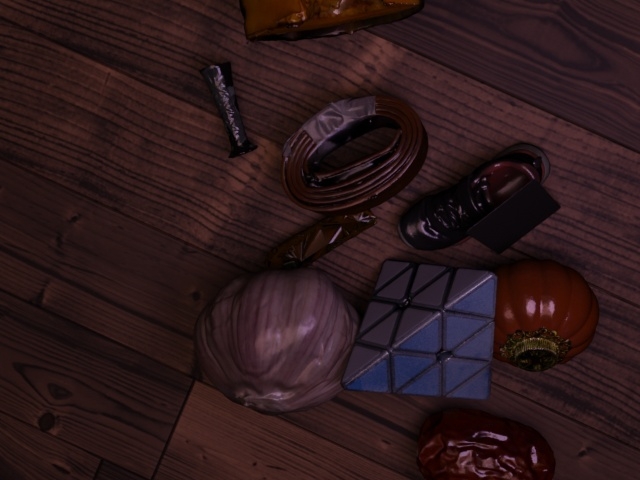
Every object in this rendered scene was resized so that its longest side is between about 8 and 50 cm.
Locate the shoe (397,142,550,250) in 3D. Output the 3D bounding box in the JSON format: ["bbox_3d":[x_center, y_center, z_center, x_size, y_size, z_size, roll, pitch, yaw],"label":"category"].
[{"bbox_3d":[0.269,-0.061,1.547,0.291,0.137,0.114,-32,96,14],"label":"shoe"}]

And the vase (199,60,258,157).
[{"bbox_3d":[-0.164,-0.235,1.605,0.059,0.059,0.167,-15,100,11],"label":"vase"}]

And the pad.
[{"bbox_3d":[0.333,-0.036,1.521,0.143,0.211,0.003,-39,65,14],"label":"pad"}]

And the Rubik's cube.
[{"bbox_3d":[0.182,0.153,1.523,0.228,0.233,0.228,7,88,15],"label":"Rubik's cube"}]

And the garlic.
[{"bbox_3d":[-0.077,0.189,1.584,0.317,0.259,0.317,7,135,7],"label":"garlic"}]

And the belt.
[{"bbox_3d":[0.059,-0.149,1.556,0.261,0.105,0.184,-22,81,12],"label":"belt"}]

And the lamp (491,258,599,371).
[{"bbox_3d":[0.370,0.127,1.550,0.223,0.197,0.223,5,141,4],"label":"lamp"}]

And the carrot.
[{"bbox_3d":[0.000,-0.001,1.639,0.228,0.069,0.069,-31,97,12],"label":"carrot"}]

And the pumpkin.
[{"bbox_3d":[0.010,-0.441,1.437,0.303,0.256,0.226,-7,98,-15],"label":"pumpkin"}]

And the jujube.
[{"bbox_3d":[0.303,0.402,1.641,0.250,0.174,0.174,11,104,16],"label":"jujube"}]
